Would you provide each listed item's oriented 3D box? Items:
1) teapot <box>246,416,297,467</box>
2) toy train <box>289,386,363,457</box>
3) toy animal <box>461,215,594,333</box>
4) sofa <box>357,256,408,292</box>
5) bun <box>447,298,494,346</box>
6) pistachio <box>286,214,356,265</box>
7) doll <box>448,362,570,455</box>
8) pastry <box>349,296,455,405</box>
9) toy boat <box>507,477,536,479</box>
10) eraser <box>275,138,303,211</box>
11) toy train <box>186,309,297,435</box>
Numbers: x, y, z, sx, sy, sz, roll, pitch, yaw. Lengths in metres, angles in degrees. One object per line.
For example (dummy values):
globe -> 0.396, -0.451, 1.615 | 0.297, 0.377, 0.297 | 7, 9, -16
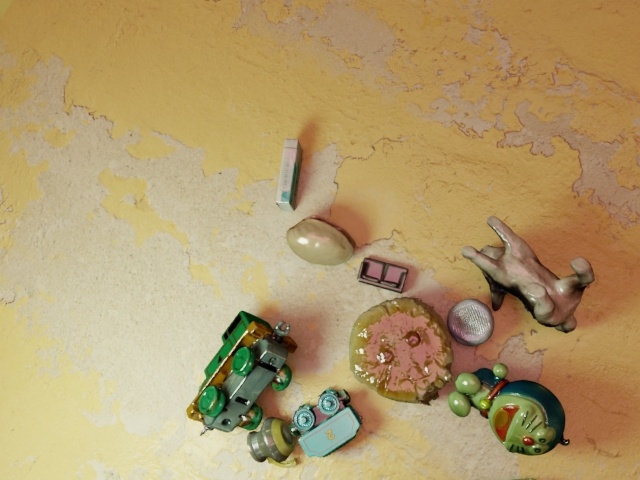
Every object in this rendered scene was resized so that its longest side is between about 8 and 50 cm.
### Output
teapot -> -0.136, 0.606, 1.734 | 0.119, 0.130, 0.166 | -27, 104, 17
toy train -> 0.016, 0.536, 1.723 | 0.203, 0.112, 0.163 | -34, 78, 2
toy animal -> 0.586, 0.124, 1.686 | 0.194, 0.303, 0.344 | -44, 49, -8
sofa -> 0.194, 0.105, 1.830 | 0.147, 0.060, 0.085 | 16, 78, 13
bun -> 0.447, 0.245, 1.741 | 0.140, 0.083, 0.141 | -6, 73, 18
pistachio -> 0.000, 0.000, 1.860 | 0.223, 0.126, 0.152 | 11, 112, 8
doll -> 0.531, 0.462, 1.617 | 0.322, 0.186, 0.199 | 35, 126, 27
pastry -> 0.240, 0.319, 1.726 | 0.329, 0.136, 0.330 | -3, 75, 11
toy boat -> 0.466, 0.724, 1.595 | 0.276, 0.084, 0.111 | -12, 37, 1
eraser -> -0.102, -0.215, 1.943 | 0.052, 0.095, 0.225 | 4, 77, 10
toy train -> -0.242, 0.388, 1.750 | 0.429, 0.178, 0.249 | -53, 34, 7
